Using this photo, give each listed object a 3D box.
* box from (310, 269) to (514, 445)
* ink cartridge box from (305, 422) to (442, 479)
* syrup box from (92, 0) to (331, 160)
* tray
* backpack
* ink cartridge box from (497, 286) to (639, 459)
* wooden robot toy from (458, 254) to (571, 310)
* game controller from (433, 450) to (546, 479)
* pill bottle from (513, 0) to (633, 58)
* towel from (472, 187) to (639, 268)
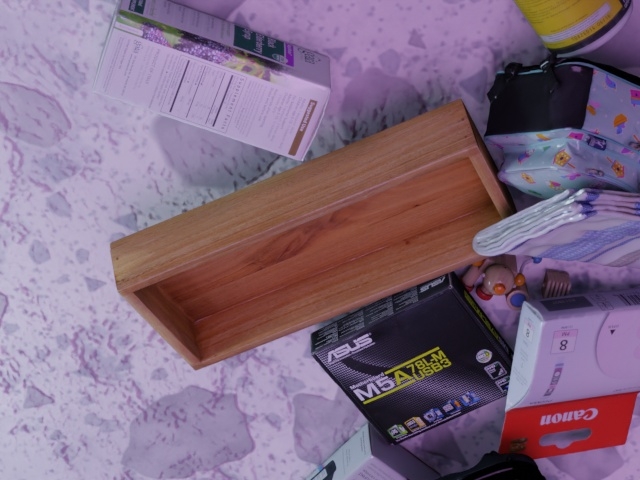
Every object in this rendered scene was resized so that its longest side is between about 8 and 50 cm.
[{"bbox_3d":[0.115,0.138,1.901,0.190,0.045,0.184,-26,127,18],"label":"box"},{"bbox_3d":[0.048,0.329,2.008,0.127,0.072,0.175,37,111,-20],"label":"ink cartridge box"},{"bbox_3d":[-0.112,-0.175,1.717,0.237,0.093,0.096,17,117,-10],"label":"syrup box"},{"bbox_3d":[0.000,0.000,1.784,0.411,0.076,0.203,-21,145,11],"label":"tray"},{"bbox_3d":[0.285,-0.109,1.706,0.188,0.166,0.144,7,83,-28],"label":"backpack"},{"bbox_3d":[0.313,0.168,1.903,0.189,0.066,0.232,-6,116,-21],"label":"ink cartridge box"},{"bbox_3d":[0.203,0.048,1.852,0.173,0.079,0.076,23,116,-13],"label":"wooden robot toy"},{"bbox_3d":[0.225,0.370,1.990,0.166,0.067,0.319,-29,132,4],"label":"game controller"},{"bbox_3d":[0.231,-0.283,1.658,0.103,0.103,0.184,-32,115,16],"label":"pill bottle"},{"bbox_3d":[0.329,-0.002,1.743,0.285,0.034,0.209,7,163,-27],"label":"towel"}]
